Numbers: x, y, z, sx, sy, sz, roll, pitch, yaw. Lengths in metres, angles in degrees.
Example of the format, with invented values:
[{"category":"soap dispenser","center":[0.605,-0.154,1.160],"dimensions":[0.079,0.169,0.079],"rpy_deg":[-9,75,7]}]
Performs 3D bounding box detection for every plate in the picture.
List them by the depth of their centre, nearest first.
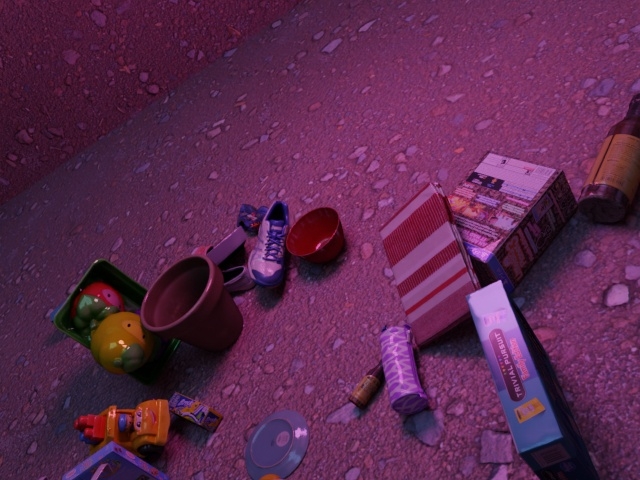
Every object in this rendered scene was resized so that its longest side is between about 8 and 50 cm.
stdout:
[{"category":"plate","center":[-0.112,0.493,1.591],"dimensions":[0.188,0.024,0.188],"rpy_deg":[-24,39,21]}]

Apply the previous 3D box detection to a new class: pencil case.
[{"category":"pencil case","center":[0.188,0.289,1.486],"dimensions":[0.088,0.086,0.206],"rpy_deg":[-36,39,27]}]

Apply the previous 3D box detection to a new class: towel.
[{"category":"towel","center":[0.253,0.056,1.540],"dimensions":[0.237,0.037,0.328],"rpy_deg":[-45,51,45]}]

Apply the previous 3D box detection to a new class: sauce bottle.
[{"category":"sauce bottle","center":[0.705,-0.200,1.521],"dimensions":[0.111,0.111,0.344],"rpy_deg":[10,60,46]},{"category":"sauce bottle","center":[0.117,0.332,1.541],"dimensions":[0.042,0.042,0.128],"rpy_deg":[21,69,49]}]

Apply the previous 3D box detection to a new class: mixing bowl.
[{"category":"mixing bowl","center":[0.000,0.000,1.930],"dimensions":[0.182,0.098,0.181],"rpy_deg":[-22,41,21]}]

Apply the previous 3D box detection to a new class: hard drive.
[{"category":"hard drive","center":[-0.342,0.065,2.117],"dimensions":[0.255,0.054,0.172],"rpy_deg":[-42,-2,-16]}]

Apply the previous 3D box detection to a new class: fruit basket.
[{"category":"fruit basket","center":[-0.581,0.259,1.942],"dimensions":[0.392,0.392,0.282],"rpy_deg":[4,55,42]}]

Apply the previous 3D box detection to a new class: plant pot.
[{"category":"plant pot","center":[-0.349,0.209,1.907],"dimensions":[0.263,0.229,0.263],"rpy_deg":[-23,40,21]}]

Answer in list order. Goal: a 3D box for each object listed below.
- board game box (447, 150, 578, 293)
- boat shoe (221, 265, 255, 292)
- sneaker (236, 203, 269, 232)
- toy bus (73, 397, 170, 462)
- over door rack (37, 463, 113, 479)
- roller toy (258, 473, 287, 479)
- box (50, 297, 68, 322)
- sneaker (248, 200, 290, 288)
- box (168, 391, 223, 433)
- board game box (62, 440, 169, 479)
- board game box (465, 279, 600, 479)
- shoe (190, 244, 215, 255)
[{"category":"board game box","center":[0.425,-0.049,1.581],"dimensions":[0.291,0.141,0.232],"rpy_deg":[-48,38,-10]},{"category":"boat shoe","center":[-0.307,0.125,2.078],"dimensions":[0.228,0.081,0.079],"rpy_deg":[-16,43,29]},{"category":"sneaker","center":[-0.203,-0.064,2.199],"dimensions":[0.221,0.083,0.087],"rpy_deg":[8,71,51]},{"category":"toy bus","center":[-0.536,0.502,1.753],"dimensions":[0.220,0.212,0.149],"rpy_deg":[-37,44,36]},{"category":"over door rack","center":[-0.548,0.702,1.526],"dimensions":[0.240,0.324,0.108],"rpy_deg":[-18,5,25]},{"category":"roller toy","center":[-0.082,0.600,1.355],"dimensions":[0.191,0.146,0.209],"rpy_deg":[-4,50,38]},{"category":"box","center":[-0.874,0.234,2.437],"dimensions":[0.244,0.100,0.060],"rpy_deg":[-40,36,-1]},{"category":"sneaker","center":[-0.150,0.004,1.967],"dimensions":[0.112,0.131,0.296],"rpy_deg":[9,47,-8]},{"category":"box","center":[-0.345,0.466,1.785],"dimensions":[0.169,0.059,0.054],"rpy_deg":[8,59,44]},{"category":"board game box","center":[-0.513,0.608,1.659],"dimensions":[0.160,0.211,0.039],"rpy_deg":[-36,36,6]},{"category":"board game box","center":[0.386,0.277,1.196],"dimensions":[0.079,0.253,0.336],"rpy_deg":[-27,39,17]},{"category":"shoe","center":[-0.415,0.087,2.223],"dimensions":[0.081,0.063,0.177],"rpy_deg":[-15,40,37]}]
